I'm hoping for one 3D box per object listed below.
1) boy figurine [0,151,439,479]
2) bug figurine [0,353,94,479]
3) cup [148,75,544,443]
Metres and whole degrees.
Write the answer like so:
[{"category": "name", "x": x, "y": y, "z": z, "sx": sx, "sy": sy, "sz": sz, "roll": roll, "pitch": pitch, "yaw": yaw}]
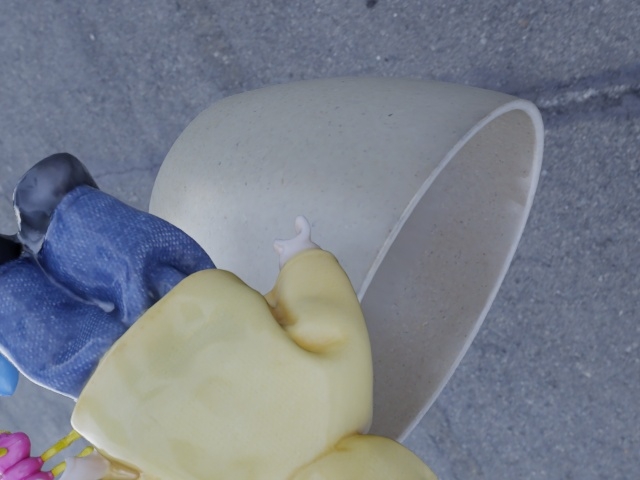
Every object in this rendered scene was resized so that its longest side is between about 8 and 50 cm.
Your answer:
[{"category": "boy figurine", "x": -0.044, "y": 0.069, "z": 0.375, "sx": 0.285, "sy": 0.177, "sz": 0.092, "roll": 34, "pitch": 165, "yaw": 15}, {"category": "bug figurine", "x": -0.309, "y": 0.187, "z": 0.672, "sx": 0.279, "sy": 0.072, "sz": 0.216, "roll": -46, "pitch": 78, "yaw": 19}, {"category": "cup", "x": 0.000, "y": 0.000, "z": 0.659, "sx": 0.236, "sy": 0.331, "sz": 0.331, "roll": 28, "pitch": 137, "yaw": 26}]
